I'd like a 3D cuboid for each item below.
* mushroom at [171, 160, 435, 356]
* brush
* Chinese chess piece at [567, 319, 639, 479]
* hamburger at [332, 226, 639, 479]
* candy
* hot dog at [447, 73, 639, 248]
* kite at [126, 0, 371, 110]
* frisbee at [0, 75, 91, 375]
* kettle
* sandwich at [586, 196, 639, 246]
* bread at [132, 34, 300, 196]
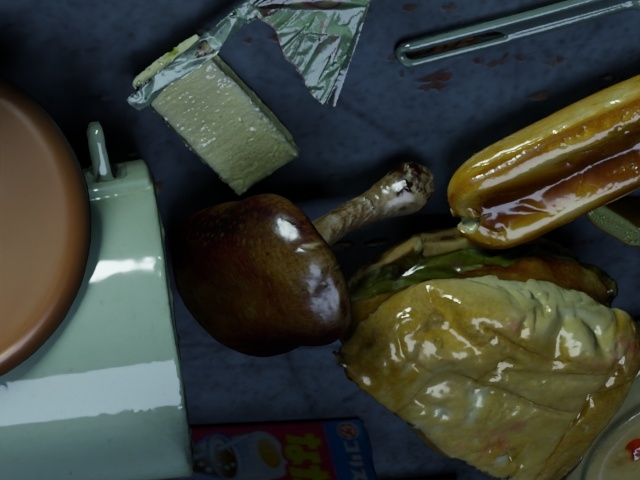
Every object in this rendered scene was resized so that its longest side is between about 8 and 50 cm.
[{"bbox_3d":[0.000,0.000,1.570,0.217,0.227,0.148,-33,107,-32],"label":"mushroom"},{"bbox_3d":[0.191,-0.177,1.511,0.266,0.027,0.062,-15,134,-1],"label":"brush"},{"bbox_3d":[0.351,0.181,1.847,0.251,0.097,0.251,-8,135,-8],"label":"Chinese chess piece"},{"bbox_3d":[0.171,0.087,1.664,0.209,0.162,0.330,-40,128,18],"label":"hamburger"},{"bbox_3d":[-0.094,0.263,1.759,0.306,0.157,0.100,-2,134,-14],"label":"candy"},{"bbox_3d":[0.225,-0.075,1.590,0.249,0.068,0.100,-24,124,5],"label":"hot dog"},{"bbox_3d":[-0.051,-0.181,1.432,0.250,0.012,0.229,-36,123,6],"label":"kite"},{"bbox_3d":[-0.293,-0.011,1.363,0.251,0.250,0.021,-15,176,-1],"label":"frisbee"},{"bbox_3d":[-0.305,0.042,1.461,0.377,0.250,0.361,-9,114,-4],"label":"kettle"},{"bbox_3d":[0.282,-0.016,1.679,0.083,0.044,0.031,1,137,-13],"label":"sandwich"},{"bbox_3d":[-0.083,-0.100,1.507,0.068,0.028,0.154,-32,132,15],"label":"bread"}]
